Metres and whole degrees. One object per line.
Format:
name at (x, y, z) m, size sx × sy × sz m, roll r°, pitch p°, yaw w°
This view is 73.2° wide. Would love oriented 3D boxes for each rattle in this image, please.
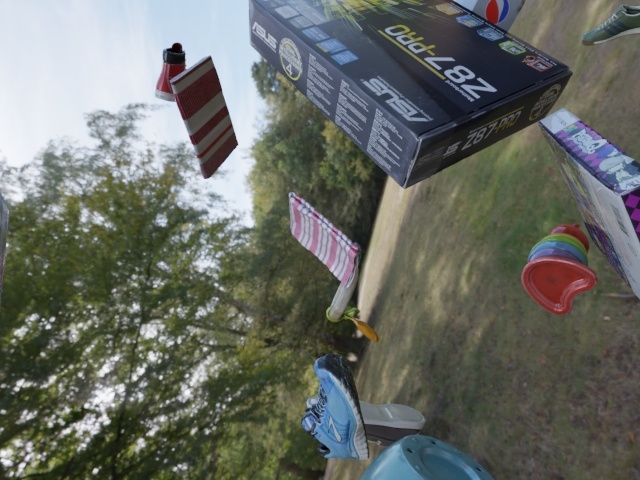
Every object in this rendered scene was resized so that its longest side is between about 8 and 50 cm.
rattle at (0.104, 0.116, 1.034) m, size 0.130 × 0.143 × 0.199 m, roll 87°, pitch -155°, yaw -52°

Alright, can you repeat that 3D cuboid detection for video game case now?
video game case at (0.364, -0.030, 0.531) m, size 0.042 × 0.232 × 0.210 m, roll -30°, pitch 27°, yaw 21°

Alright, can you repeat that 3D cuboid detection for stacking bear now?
stacking bear at (0.708, 0.050, 1.264) m, size 0.289 × 0.164 × 0.175 m, roll -39°, pitch -25°, yaw -43°

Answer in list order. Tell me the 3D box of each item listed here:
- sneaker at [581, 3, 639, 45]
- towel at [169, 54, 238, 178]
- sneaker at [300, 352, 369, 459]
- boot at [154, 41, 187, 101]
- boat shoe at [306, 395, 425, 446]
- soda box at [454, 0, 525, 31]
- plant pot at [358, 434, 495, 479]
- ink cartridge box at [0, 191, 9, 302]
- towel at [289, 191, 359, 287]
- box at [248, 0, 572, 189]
sneaker at (0.839, -0.619, 1.208) m, size 0.086 × 0.192 × 0.064 m, roll 53°, pitch -124°, yaw -35°
towel at (-0.372, -0.399, 1.405) m, size 0.237 × 0.037 × 0.329 m, roll -66°, pitch -26°, yaw -45°
sneaker at (0.011, 0.202, 0.494) m, size 0.063 × 0.073 × 0.162 m, roll -102°, pitch 1°, yaw -62°
boot at (-0.452, -0.554, 1.426) m, size 0.244 × 0.088 × 0.176 m, roll -59°, pitch -13°, yaw -70°
boat shoe at (0.114, 0.482, 1.131) m, size 0.116 × 0.324 × 0.096 m, roll -137°, pitch 60°, yaw -75°
soda box at (0.329, -0.478, 0.795) m, size 0.286 × 0.091 × 0.098 m, roll -63°, pitch 23°, yaw 23°
plant pot at (0.182, 0.493, 0.741) m, size 0.293 × 0.293 × 0.235 m, roll -41°, pitch -28°, yaw -83°
ink cartridge box at (-0.678, -0.012, 0.761) m, size 0.395 × 0.151 × 0.270 m, roll -33°, pitch 60°, yaw 60°
towel at (0.000, 0.000, 0.891) m, size 0.029 × 0.197 × 0.144 m, roll -39°, pitch -23°, yaw -23°
box at (0.122, -0.284, 0.670) m, size 0.318 × 0.395 × 0.097 m, roll -27°, pitch -29°, yaw -23°
